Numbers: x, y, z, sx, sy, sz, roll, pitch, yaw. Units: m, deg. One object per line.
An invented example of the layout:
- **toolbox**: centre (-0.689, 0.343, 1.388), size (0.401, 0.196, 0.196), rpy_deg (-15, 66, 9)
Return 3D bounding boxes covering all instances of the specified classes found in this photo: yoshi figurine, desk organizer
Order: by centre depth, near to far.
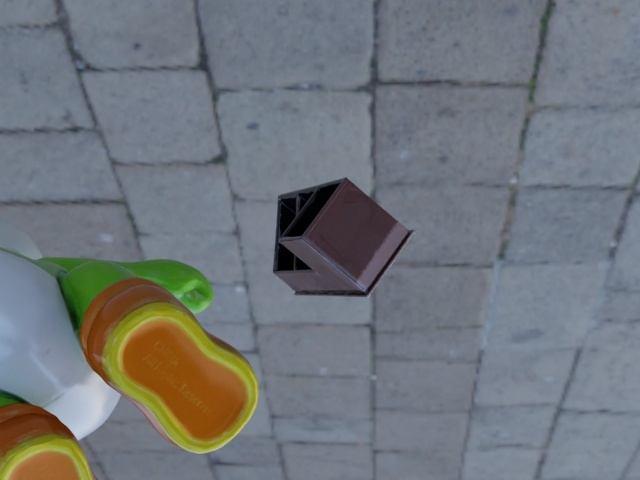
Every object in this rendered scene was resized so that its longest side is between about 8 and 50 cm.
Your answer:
- **desk organizer**: centre (0.000, 0.000, 0.661), size (0.050, 0.047, 0.130), rpy_deg (40, 166, -13)
- **yoshi figurine**: centre (-0.182, 0.086, 0.714), size (0.203, 0.203, 0.362), rpy_deg (4, -169, -36)
